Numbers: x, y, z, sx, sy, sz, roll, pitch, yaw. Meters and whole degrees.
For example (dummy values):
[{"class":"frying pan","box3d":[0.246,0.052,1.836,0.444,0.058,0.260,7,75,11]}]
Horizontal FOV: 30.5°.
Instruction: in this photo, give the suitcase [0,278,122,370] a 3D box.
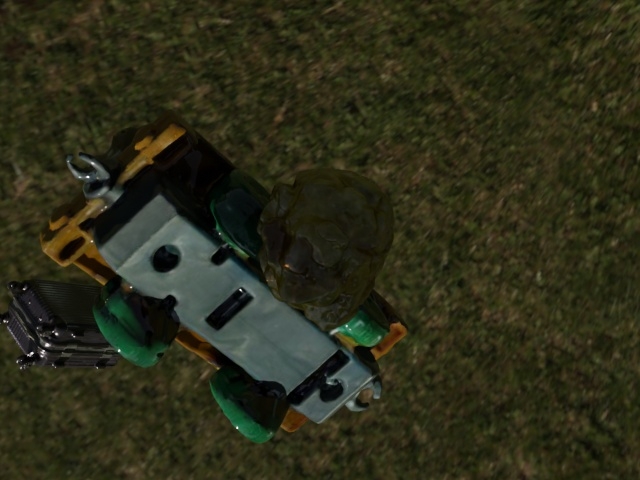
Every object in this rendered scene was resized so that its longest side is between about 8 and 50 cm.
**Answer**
[{"class":"suitcase","box3d":[-0.251,0.084,1.162,0.086,0.126,0.059,48,112,31]}]

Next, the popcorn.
[{"class":"popcorn","box3d":[0.000,0.000,0.886,0.106,0.116,0.120,32,151,7]}]

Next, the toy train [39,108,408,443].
[{"class":"toy train","box3d":[-0.086,0.025,1.129,0.178,0.249,0.429,-42,125,9]}]
